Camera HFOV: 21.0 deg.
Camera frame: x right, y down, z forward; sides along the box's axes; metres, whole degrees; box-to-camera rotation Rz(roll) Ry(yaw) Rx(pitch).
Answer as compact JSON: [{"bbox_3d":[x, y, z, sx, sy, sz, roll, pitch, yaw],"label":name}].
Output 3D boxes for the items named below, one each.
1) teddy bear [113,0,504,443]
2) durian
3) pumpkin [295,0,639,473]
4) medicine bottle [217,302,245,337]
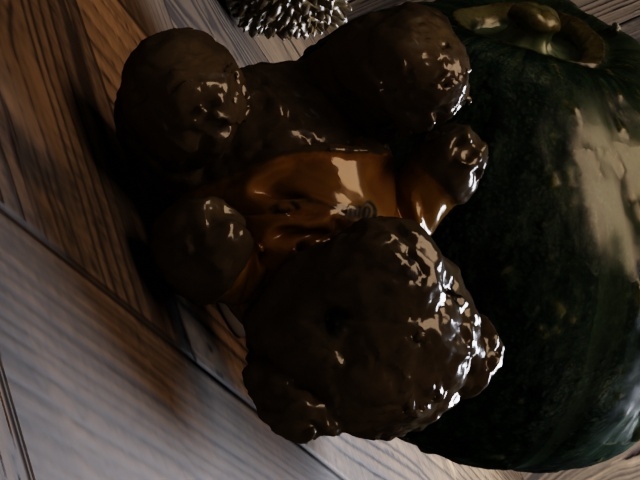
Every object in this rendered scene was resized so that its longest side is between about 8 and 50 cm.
[{"bbox_3d":[0.000,0.000,0.775,0.190,0.177,0.140,66,-31,18],"label":"teddy bear"},{"bbox_3d":[-0.035,-0.254,1.426,0.196,0.167,0.196,3,90,-82],"label":"durian"},{"bbox_3d":[0.070,-0.003,1.000,0.293,0.197,0.263,41,-55,40],"label":"pumpkin"},{"bbox_3d":[-0.010,0.007,0.872,0.057,0.089,0.057,-23,90,-83],"label":"medicine bottle"}]
